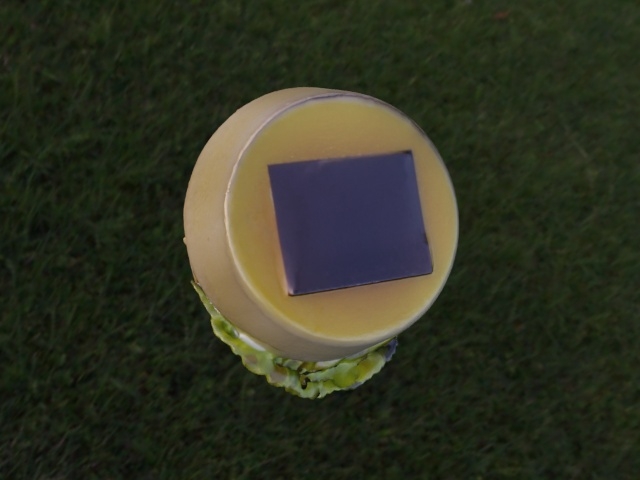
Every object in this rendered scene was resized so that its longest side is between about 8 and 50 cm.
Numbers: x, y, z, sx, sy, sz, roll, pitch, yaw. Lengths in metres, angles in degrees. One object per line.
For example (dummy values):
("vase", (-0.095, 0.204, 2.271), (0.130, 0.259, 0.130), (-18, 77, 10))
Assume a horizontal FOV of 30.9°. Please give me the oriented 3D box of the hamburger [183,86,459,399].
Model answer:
("hamburger", (0.000, 0.000, 0.530), (0.126, 0.081, 0.141), (-26, 96, -22))
